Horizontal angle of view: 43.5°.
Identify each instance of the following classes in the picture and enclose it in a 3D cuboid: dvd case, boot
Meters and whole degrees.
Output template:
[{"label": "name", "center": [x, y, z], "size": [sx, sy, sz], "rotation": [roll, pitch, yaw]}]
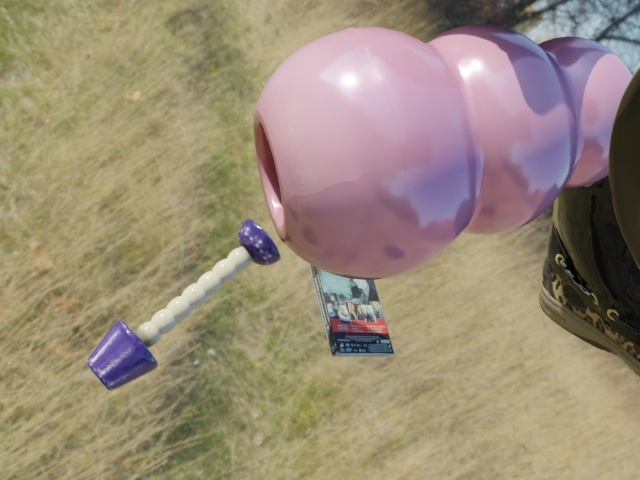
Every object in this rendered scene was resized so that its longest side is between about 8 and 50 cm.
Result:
[{"label": "dvd case", "center": [0.031, 0.065, 0.846], "size": [0.087, 0.013, 0.119], "rotation": [7, 61, -45]}, {"label": "boot", "center": [0.392, 0.012, 0.894], "size": [0.377, 0.138, 0.284], "rotation": [33, -38, 53]}]

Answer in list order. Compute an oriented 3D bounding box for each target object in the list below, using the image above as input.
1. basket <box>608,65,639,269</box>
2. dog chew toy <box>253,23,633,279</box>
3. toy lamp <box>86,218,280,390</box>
[{"label": "basket", "center": [0.244, -0.046, 0.317], "size": [0.204, 0.227, 0.154], "rotation": [56, -28, 30]}, {"label": "dog chew toy", "center": [0.116, -0.088, 0.678], "size": [0.206, 0.332, 0.207], "rotation": [167, -90, -79]}, {"label": "toy lamp", "center": [-0.173, 0.084, 1.025], "size": [0.080, 0.274, 0.080], "rotation": [45, -18, 19]}]
